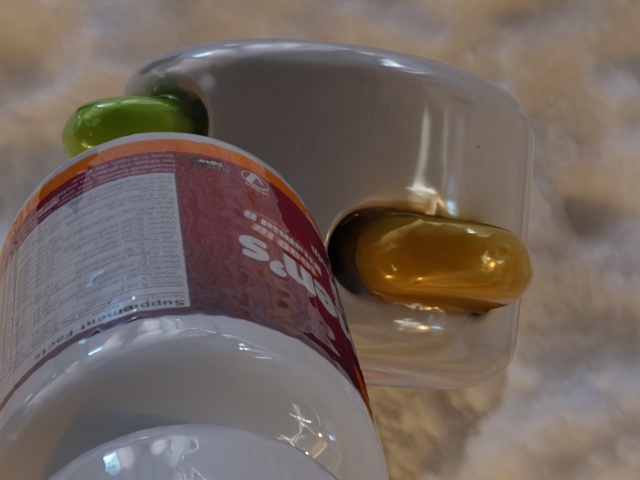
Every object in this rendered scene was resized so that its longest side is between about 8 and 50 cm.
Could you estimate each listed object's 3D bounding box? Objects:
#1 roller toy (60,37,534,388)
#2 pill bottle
[{"bbox_3d":[0.000,0.000,0.794,0.209,0.191,0.146,4,82,14],"label":"roller toy"},{"bbox_3d":[-0.044,0.059,0.542,0.121,0.121,0.221,-28,26,6],"label":"pill bottle"}]
